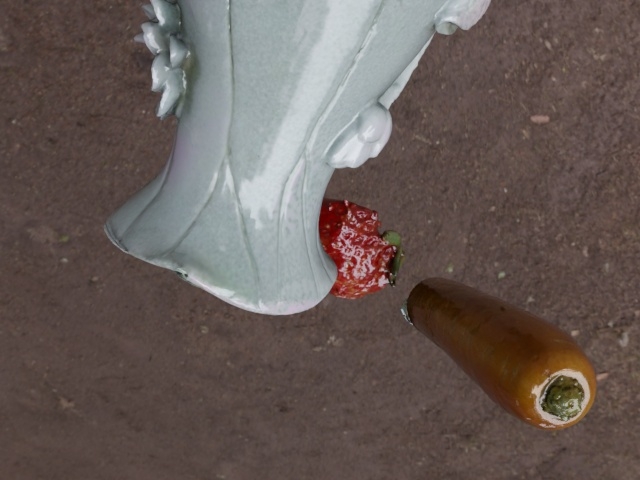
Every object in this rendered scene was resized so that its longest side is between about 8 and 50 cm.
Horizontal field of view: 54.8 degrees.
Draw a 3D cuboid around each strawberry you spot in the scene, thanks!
[{"bbox_3d":[0.000,0.000,0.654,0.187,0.082,0.147,25,152,23],"label":"strawberry"}]

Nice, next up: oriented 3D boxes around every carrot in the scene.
[{"bbox_3d":[0.125,0.074,0.463,0.067,0.225,0.067,-2,99,-12],"label":"carrot"}]

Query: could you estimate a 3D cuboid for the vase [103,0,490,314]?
[{"bbox_3d":[-0.012,-0.172,0.439,0.249,0.250,0.446,18,107,-7],"label":"vase"}]
